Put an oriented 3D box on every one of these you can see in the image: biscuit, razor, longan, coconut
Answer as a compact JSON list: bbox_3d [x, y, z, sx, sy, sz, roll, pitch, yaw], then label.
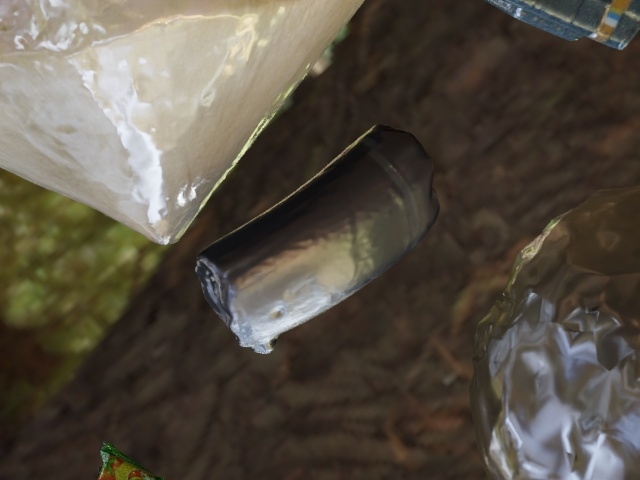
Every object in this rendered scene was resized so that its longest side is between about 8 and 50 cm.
[{"bbox_3d":[-0.115,0.159,0.999,0.046,0.089,0.016,28,144,-14],"label":"biscuit"},{"bbox_3d":[0.000,0.000,1.021,0.054,0.148,0.090,46,164,33],"label":"razor"},{"bbox_3d":[0.349,0.157,1.632,0.436,0.404,0.404,34,170,43],"label":"longan"},{"bbox_3d":[-0.120,-0.155,1.025,0.329,0.329,0.329,49,-178,-2],"label":"coconut"}]

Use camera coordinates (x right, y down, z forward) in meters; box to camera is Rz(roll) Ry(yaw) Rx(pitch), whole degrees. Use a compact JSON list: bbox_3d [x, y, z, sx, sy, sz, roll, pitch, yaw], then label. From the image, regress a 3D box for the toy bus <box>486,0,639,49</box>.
[{"bbox_3d":[0.141,-0.247,1.260,0.275,0.167,0.138,12,-161,-46],"label":"toy bus"}]
